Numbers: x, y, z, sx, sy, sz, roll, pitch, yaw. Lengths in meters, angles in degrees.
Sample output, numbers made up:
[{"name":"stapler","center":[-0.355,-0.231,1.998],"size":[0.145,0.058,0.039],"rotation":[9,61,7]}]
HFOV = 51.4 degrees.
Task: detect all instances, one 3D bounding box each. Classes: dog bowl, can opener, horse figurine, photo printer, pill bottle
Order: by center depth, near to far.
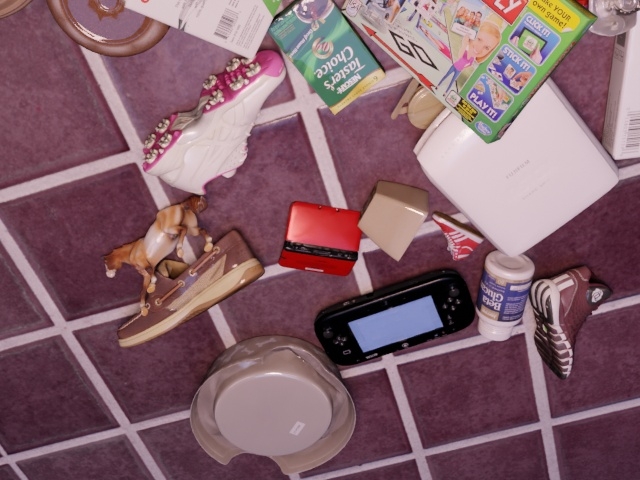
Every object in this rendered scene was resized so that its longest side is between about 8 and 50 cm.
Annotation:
[{"name":"can opener","center":[0.436,-0.453,1.002],"size":[0.075,0.095,0.284],"rotation":[-6,108,2]},{"name":"photo printer","center":[0.330,-0.140,1.144],"size":[0.256,0.107,0.307],"rotation":[-39,121,19]},{"name":"horse figurine","center":[-0.284,0.008,1.203],"size":[0.263,0.174,0.066],"rotation":[-46,132,13]},{"name":"pill bottle","center":[0.360,0.112,1.317],"size":[0.094,0.094,0.170],"rotation":[1,121,-3]},{"name":"dog bowl","center":[-0.101,0.352,1.437],"size":[0.348,0.102,0.349],"rotation":[-1,122,-2]}]

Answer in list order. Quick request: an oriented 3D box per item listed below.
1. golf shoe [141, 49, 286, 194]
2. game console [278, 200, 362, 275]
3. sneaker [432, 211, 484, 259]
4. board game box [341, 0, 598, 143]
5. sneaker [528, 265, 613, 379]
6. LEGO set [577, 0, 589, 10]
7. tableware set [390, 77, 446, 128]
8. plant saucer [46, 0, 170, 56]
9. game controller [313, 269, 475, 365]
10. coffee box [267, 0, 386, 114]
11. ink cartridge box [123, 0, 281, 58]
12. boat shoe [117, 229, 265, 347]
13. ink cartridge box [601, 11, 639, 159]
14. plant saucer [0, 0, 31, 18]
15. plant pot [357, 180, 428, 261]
[{"name":"golf shoe","center":[-0.158,-0.191,1.113],"size":[0.306,0.115,0.140],"rotation":[-34,128,24]},{"name":"game console","center":[0.000,0.000,1.280],"size":[0.143,0.085,0.124],"rotation":[9,151,-8]},{"name":"sneaker","center":[0.249,-0.005,1.272],"size":[0.118,0.042,0.067],"rotation":[26,113,-20]},{"name":"board game box","center":[0.194,-0.322,0.945],"size":[0.317,0.046,0.214],"rotation":[46,131,15]},{"name":"sneaker","center":[0.526,0.162,1.357],"size":[0.162,0.106,0.281],"rotation":[-27,132,-6]},{"name":"LEGO set","center":[0.325,-0.363,0.993],"size":[0.087,0.227,0.093],"rotation":[8,124,38]},{"name":"tableware set","center":[0.209,-0.274,1.108],"size":[0.128,0.039,0.194],"rotation":[11,127,-27]},{"name":"plant saucer","center":[-0.321,-0.372,1.016],"size":[0.198,0.036,0.199],"rotation":[-4,124,-7]},{"name":"game controller","center":[0.152,0.162,1.355],"size":[0.319,0.067,0.167],"rotation":[-19,120,10]},{"name":"coffee box","center":[0.011,-0.308,1.077],"size":[0.113,0.040,0.184],"rotation":[-33,117,16]},{"name":"ink cartridge box","center":[-0.165,-0.380,0.966],"size":[0.208,0.087,0.153],"rotation":[15,121,-32]},{"name":"boat shoe","center":[-0.269,0.092,1.279],"size":[0.342,0.123,0.123],"rotation":[-31,88,23]},{"name":"ink cartridge box","center":[0.613,-0.282,1.113],"size":[0.238,0.060,0.275],"rotation":[-6,121,0]},{"name":"plant saucer","center":[-0.535,-0.455,0.963],"size":[0.277,0.041,0.278],"rotation":[-1,122,-1]},{"name":"plant pot","center":[0.128,-0.048,1.209],"size":[0.096,0.109,0.109],"rotation":[27,117,-4]}]
